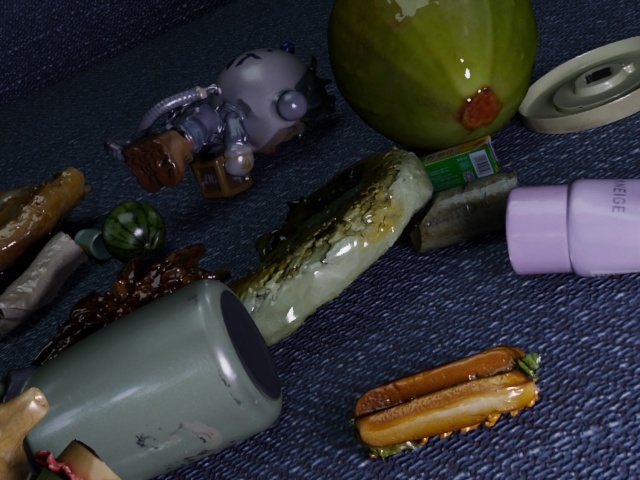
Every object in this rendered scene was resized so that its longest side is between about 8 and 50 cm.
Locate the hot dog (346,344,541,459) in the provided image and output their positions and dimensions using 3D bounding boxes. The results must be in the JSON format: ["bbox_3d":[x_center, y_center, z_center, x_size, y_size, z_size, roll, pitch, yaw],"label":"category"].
[{"bbox_3d":[0.113,0.144,1.021,0.188,0.055,0.072,-19,26,17],"label":"hot dog"}]

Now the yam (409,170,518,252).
[{"bbox_3d":[0.168,-0.034,1.333,0.146,0.070,0.070,-16,24,22],"label":"yam"}]

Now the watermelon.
[{"bbox_3d":[-0.281,-0.009,1.744,0.109,0.109,0.109,-23,22,10],"label":"watermelon"}]

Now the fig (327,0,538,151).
[{"bbox_3d":[0.164,-0.254,1.557,0.316,0.316,0.316,-23,22,10],"label":"fig"}]

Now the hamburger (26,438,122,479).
[{"bbox_3d":[-0.211,0.264,0.979,0.137,0.175,0.175,-42,26,-19],"label":"hamburger"}]

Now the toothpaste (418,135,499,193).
[{"bbox_3d":[0.145,-0.088,1.509,0.178,0.043,0.037,-17,24,23],"label":"toothpaste"}]

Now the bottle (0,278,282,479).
[{"bbox_3d":[-0.222,0.177,1.174,0.347,0.168,0.168,-25,22,7],"label":"bottle"}]

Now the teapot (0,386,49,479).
[{"bbox_3d":[-0.367,0.238,1.010,0.311,0.203,0.167,-42,16,-11],"label":"teapot"}]

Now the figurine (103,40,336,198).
[{"bbox_3d":[-0.133,-0.189,1.867,0.261,0.186,0.382,4,33,42],"label":"figurine"}]

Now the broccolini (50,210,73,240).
[{"bbox_3d":[-0.461,-0.008,2.038,0.057,0.071,0.254,10,17,-25],"label":"broccolini"}]

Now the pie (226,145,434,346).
[{"bbox_3d":[0.000,0.000,1.377,0.296,0.078,0.371,-29,16,29],"label":"pie"}]

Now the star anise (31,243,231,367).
[{"bbox_3d":[-0.253,0.091,1.504,0.288,0.088,0.288,-25,22,11],"label":"star anise"}]

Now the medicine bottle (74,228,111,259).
[{"bbox_3d":[-0.366,0.005,1.865,0.047,0.047,0.083,-38,24,-25],"label":"medicine bottle"}]

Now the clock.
[{"bbox_3d":[0.378,-0.214,1.548,0.235,0.029,0.235,-23,22,10],"label":"clock"}]

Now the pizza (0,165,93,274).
[{"bbox_3d":[-0.582,-0.007,2.025,0.392,0.080,0.435,-25,28,16],"label":"pizza"}]

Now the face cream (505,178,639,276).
[{"bbox_3d":[0.322,-0.016,1.119,0.274,0.096,0.154,-4,26,18],"label":"face cream"}]

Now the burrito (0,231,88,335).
[{"bbox_3d":[-0.436,0.066,1.783,0.060,0.087,0.226,27,45,8],"label":"burrito"}]
